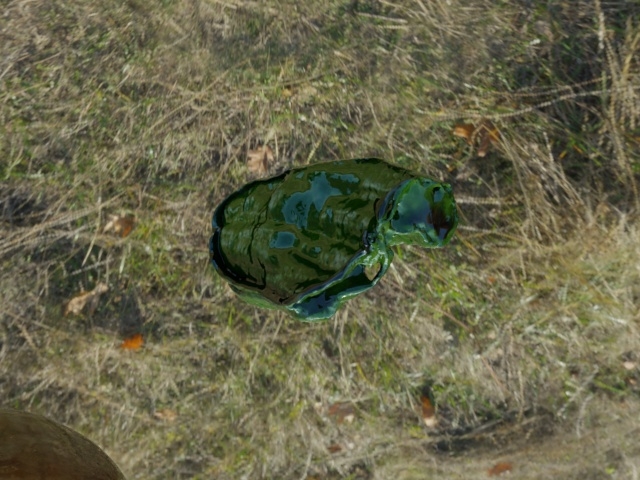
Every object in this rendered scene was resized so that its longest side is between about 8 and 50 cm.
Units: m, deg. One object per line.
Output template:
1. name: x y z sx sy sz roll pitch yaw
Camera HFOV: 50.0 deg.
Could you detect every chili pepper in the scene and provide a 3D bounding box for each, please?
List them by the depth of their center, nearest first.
1. chili pepper: 0.007 0.008 0.895 0.167 0.385 0.213 19 75 -35

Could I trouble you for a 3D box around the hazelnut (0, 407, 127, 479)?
1. hazelnut: -0.445 0.411 0.908 0.409 0.359 0.359 20 113 -17
